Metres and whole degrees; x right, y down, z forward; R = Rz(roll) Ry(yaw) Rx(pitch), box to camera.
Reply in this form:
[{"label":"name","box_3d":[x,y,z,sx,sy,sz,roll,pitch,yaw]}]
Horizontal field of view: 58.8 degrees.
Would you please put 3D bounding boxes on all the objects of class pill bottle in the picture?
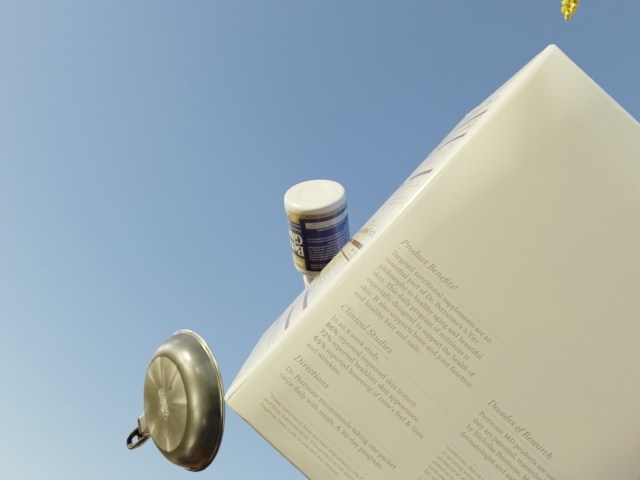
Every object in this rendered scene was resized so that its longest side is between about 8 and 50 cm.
[{"label":"pill bottle","box_3d":[0.000,0.000,0.885,0.094,0.094,0.169,10,-54,27]}]

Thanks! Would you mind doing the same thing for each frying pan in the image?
[{"label":"frying pan","box_3d":[-0.241,0.235,0.848,0.326,0.053,0.197,-12,-100,46]}]

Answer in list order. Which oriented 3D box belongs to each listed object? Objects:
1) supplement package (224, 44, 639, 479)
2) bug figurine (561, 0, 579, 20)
[{"label":"supplement package","box_3d":[0.108,0.054,0.398,0.199,0.263,0.198,42,2,0]},{"label":"bug figurine","box_3d":[0.217,-0.314,0.435,0.072,0.216,0.279,-10,-95,12]}]
